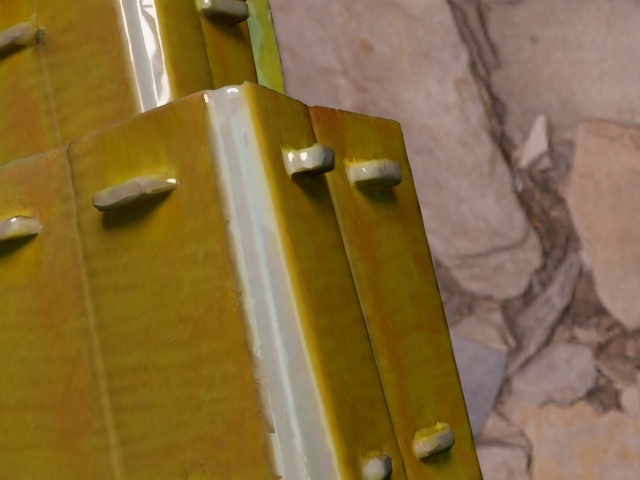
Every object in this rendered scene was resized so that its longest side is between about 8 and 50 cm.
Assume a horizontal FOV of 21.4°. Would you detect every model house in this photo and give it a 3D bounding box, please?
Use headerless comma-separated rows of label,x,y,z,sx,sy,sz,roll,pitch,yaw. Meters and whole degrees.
model house,0.000,0.000,0.658,0.340,0.323,0.300,-10,87,-15
